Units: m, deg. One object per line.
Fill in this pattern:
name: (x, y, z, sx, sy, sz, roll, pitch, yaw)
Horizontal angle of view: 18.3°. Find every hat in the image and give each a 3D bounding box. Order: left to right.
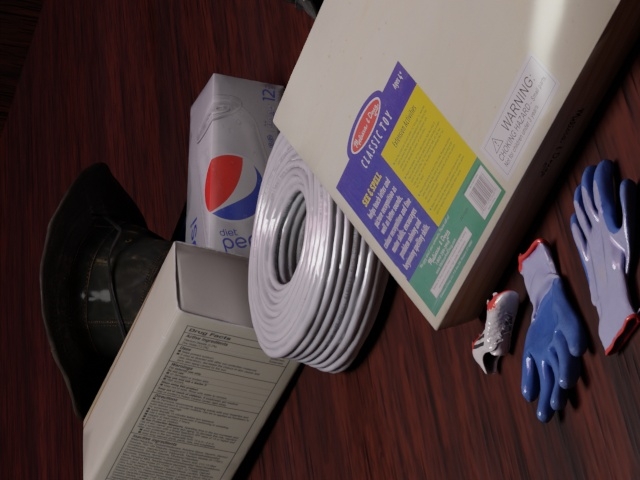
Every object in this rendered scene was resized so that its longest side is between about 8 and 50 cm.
hat: (-0.210, 0.055, 2.346, 0.331, 0.134, 0.331, -4, -90, -74)

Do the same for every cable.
cable: (0.000, 0.000, 1.988, 0.257, 0.089, 0.257, 124, 149, -51)

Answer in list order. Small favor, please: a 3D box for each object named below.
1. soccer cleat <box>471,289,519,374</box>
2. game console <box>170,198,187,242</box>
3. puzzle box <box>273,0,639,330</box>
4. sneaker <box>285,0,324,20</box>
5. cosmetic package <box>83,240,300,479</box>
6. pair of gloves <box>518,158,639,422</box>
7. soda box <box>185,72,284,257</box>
soccer cleat: (0.146, 0.075, 1.627, 0.083, 0.029, 0.036, 112, 149, -41)
game console: (-0.150, 0.028, 2.434, 0.107, 0.071, 0.122, -86, 16, -49)
puzzle box: (0.111, -0.159, 1.624, 0.272, 0.052, 0.409, 53, 137, 28)
sneaker: (-0.003, -0.277, 2.144, 0.234, 0.078, 0.106, 158, 122, -66)
cosmetic package: (-0.141, 0.158, 2.190, 0.113, 0.160, 0.309, -98, 30, -47)
pair of gloves: (0.194, 0.036, 1.512, 0.198, 0.023, 0.159, 120, 152, -48)
soda box: (-0.100, -0.043, 2.297, 0.098, 0.091, 0.286, 136, 139, -60)
